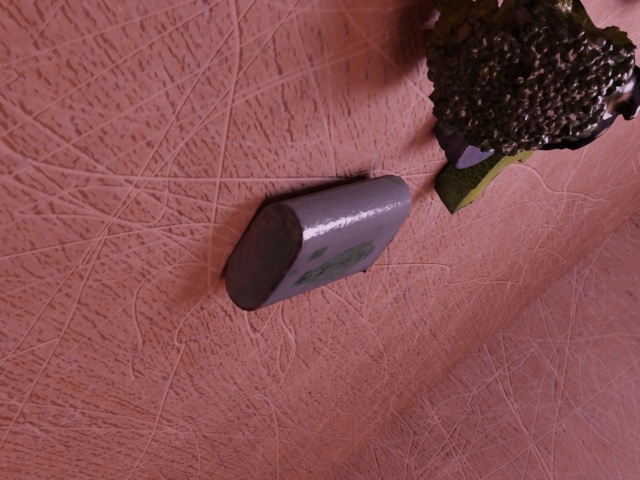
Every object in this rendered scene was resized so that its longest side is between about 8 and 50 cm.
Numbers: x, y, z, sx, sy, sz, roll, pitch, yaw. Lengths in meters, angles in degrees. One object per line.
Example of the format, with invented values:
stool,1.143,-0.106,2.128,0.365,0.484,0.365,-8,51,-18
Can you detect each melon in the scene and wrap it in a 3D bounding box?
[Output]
melon,0.271,-0.130,1.530,0.210,0.064,0.118,-29,155,-36

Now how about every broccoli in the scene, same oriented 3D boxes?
broccoli,0.237,-0.216,1.090,0.263,0.247,0.243,114,-12,-63

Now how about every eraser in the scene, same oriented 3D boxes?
eraser,0.000,0.000,1.275,0.227,0.081,0.174,-19,150,-48

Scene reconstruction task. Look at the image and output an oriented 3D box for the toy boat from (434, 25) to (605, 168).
toy boat,0.276,-0.203,1.370,0.283,0.078,0.127,-38,160,-9
